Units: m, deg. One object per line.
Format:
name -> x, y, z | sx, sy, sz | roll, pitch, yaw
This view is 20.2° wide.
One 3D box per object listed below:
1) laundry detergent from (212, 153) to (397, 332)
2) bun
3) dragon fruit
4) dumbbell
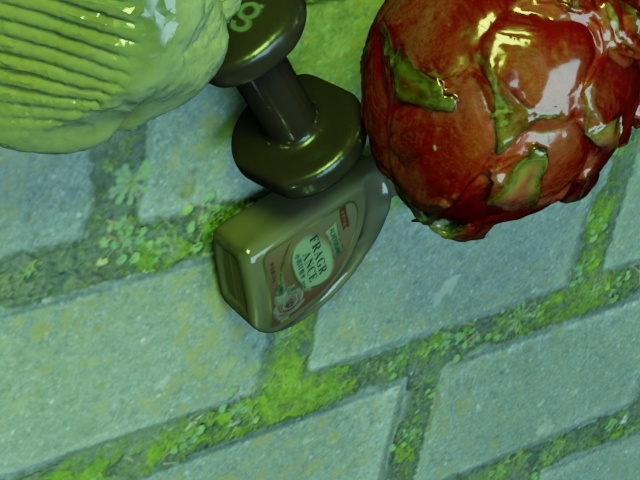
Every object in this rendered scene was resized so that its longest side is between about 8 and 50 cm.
laundry detergent -> 0.000, 0.000, 1.919 | 0.237, 0.076, 0.171 | -32, 141, -25
bun -> -0.197, -0.205, 1.416 | 0.205, 0.281, 0.281 | -56, 162, -57
dragon fruit -> 0.174, -0.161, 1.692 | 0.342, 0.277, 0.277 | -47, 143, 9
dumbbell -> -0.050, -0.149, 1.684 | 0.124, 0.140, 0.225 | -51, 145, -15
